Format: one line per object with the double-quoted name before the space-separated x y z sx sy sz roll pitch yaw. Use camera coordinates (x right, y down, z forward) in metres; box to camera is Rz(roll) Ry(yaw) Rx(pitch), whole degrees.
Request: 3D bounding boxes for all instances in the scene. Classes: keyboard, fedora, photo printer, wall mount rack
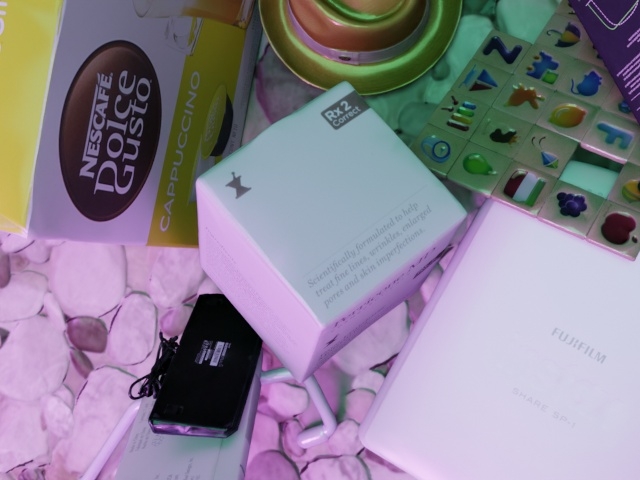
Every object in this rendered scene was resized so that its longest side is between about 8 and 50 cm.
"keyboard" -0.106 0.114 0.787 0.100 0.192 0.038 7 120 4
"fedora" 0.033 -0.228 0.795 0.194 0.079 0.194 0 88 7
"photo printer" 0.210 0.097 0.726 0.256 0.107 0.308 30 96 15
"wall mount rack" -0.143 0.237 0.757 0.304 0.350 0.130 -15 118 13

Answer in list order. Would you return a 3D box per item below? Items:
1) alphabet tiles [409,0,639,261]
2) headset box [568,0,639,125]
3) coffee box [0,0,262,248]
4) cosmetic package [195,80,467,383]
"alphabet tiles" 0.214 -0.116 0.723 0.198 0.009 0.237 27 67 21
"headset box" 0.361 -0.150 0.636 0.246 0.131 0.283 -25 80 -12
"coffee box" -0.271 -0.184 0.760 0.338 0.334 0.338 11 91 17
"cosmetic package" 0.000 0.000 0.728 0.151 0.184 0.151 -37 77 -18
